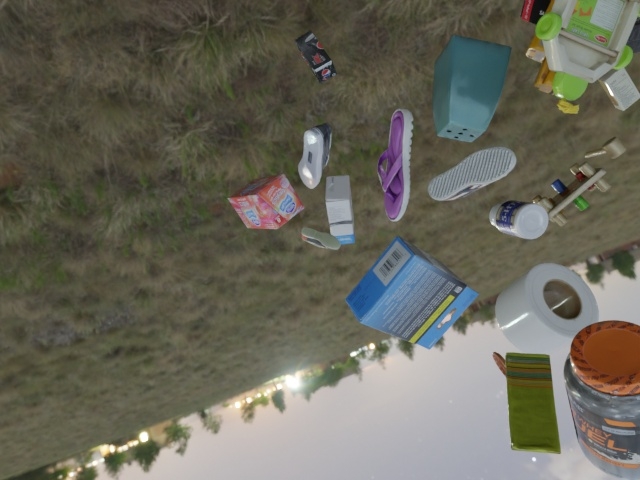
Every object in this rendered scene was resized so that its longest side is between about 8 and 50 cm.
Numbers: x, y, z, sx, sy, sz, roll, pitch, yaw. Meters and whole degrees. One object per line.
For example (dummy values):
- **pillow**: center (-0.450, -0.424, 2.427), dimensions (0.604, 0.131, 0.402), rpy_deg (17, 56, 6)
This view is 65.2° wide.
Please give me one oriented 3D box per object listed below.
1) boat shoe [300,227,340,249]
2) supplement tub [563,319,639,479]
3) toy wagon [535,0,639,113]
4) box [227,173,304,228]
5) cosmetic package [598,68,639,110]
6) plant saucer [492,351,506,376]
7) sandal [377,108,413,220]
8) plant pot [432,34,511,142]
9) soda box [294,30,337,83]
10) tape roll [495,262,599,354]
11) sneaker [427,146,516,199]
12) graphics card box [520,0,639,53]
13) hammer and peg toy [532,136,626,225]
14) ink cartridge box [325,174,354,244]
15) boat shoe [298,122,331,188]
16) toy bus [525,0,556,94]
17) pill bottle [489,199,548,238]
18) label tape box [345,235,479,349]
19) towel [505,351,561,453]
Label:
- **boat shoe**: center (0.000, 0.000, 1.611), dimensions (0.043, 0.136, 0.049), rpy_deg (98, 15, -56)
- **supplement tub**: center (0.362, 0.192, 0.603), dimensions (0.116, 0.117, 0.191), rpy_deg (-20, 123, 13)
- **toy wagon**: center (0.591, -0.460, 1.111), dimensions (0.267, 0.068, 0.345), rpy_deg (6, 110, -27)
- **box**: center (-0.210, -0.141, 1.882), dimensions (0.142, 0.154, 0.299), rpy_deg (-40, -160, -22)
- **cosmetic package**: center (0.826, -0.423, 1.386), dimensions (0.060, 0.115, 0.041), rpy_deg (-40, -156, 15)
- **plant saucer**: center (0.502, 0.343, 1.375), dimensions (0.013, 0.084, 0.083), rpy_deg (-30, 167, -2)
- **sandal**: center (0.260, -0.281, 1.869), dimensions (0.102, 0.417, 0.169), rpy_deg (3, -179, -18)
- **plant pot**: center (0.405, -0.407, 1.392), dimensions (0.165, 0.235, 0.166), rpy_deg (10, 172, -4)
- **soda box**: center (-0.014, -0.524, 1.426), dimensions (0.060, 0.169, 0.053), rpy_deg (-29, 145, 4)
- **tape roll**: center (0.687, 0.212, 1.530), dimensions (0.246, 0.246, 0.169), rpy_deg (-16, 155, -24)
- **sneaker**: center (0.551, -0.241, 1.810), dimensions (0.321, 0.126, 0.127), rpy_deg (-22, 171, 31)
- **graphics card box**: center (0.824, -0.671, 1.505), dimensions (0.232, 0.371, 0.094), rpy_deg (-17, 136, -18)
- **hammer and peg toy**: center (0.980, -0.212, 1.883), dimensions (0.361, 0.127, 0.266), rpy_deg (-44, 173, 16)
- **ink cartridge box**: center (0.071, -0.108, 1.781), dimensions (0.085, 0.148, 0.203), rpy_deg (-4, 133, 6)
- **boat shoe**: center (-0.012, -0.319, 1.896), dimensions (0.102, 0.108, 0.301), rpy_deg (-36, 155, -28)
- **toy bus**: center (0.634, -0.554, 1.278), dimensions (0.333, 0.130, 0.108), rpy_deg (-66, 169, 12)
- **pill bottle**: center (0.624, -0.071, 1.599), dimensions (0.111, 0.112, 0.186), rpy_deg (-20, -169, -7)
- **label tape box**: center (0.269, 0.161, 1.447), dimensions (0.333, 0.106, 0.241), rpy_deg (28, 107, -39)
- **towel**: center (0.479, 0.362, 1.141), dimensions (0.102, 0.237, 0.021), rpy_deg (-5, 134, 21)
